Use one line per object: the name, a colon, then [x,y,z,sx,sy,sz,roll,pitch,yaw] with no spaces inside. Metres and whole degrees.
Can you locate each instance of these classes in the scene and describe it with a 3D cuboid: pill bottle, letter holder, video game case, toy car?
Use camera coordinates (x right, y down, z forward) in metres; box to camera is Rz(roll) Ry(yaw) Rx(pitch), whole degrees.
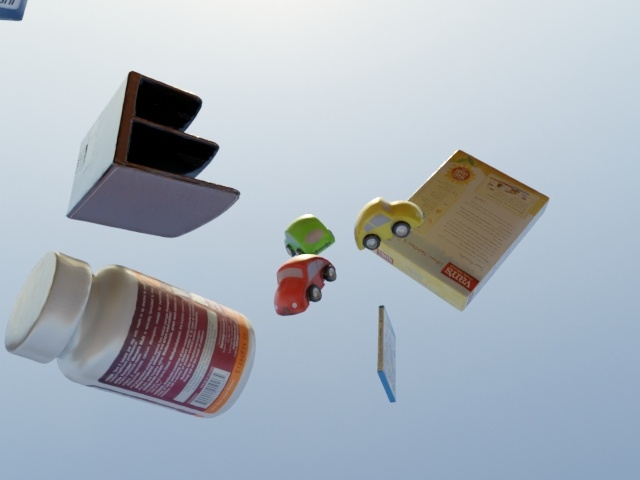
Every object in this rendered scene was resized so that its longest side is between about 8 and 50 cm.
pill bottle: [-0.185,0.097,0.652,0.121,0.221,0.121,-31,-136,37]
letter holder: [-0.271,-0.121,1.083,0.214,0.152,0.302,14,159,-30]
video game case: [0.139,0.236,1.350,0.015,0.119,0.166,-9,-136,15]
toy car: [0.000,0.000,0.895,0.239,0.053,0.225,-35,-160,-17]

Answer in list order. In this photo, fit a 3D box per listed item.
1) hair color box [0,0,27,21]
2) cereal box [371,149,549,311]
hair color box: [-0.302,-0.381,0.524,0.174,0.347,0.105,26,-163,3]
cereal box: [0.217,-0.024,1.002,0.173,0.047,0.240,35,-117,23]
